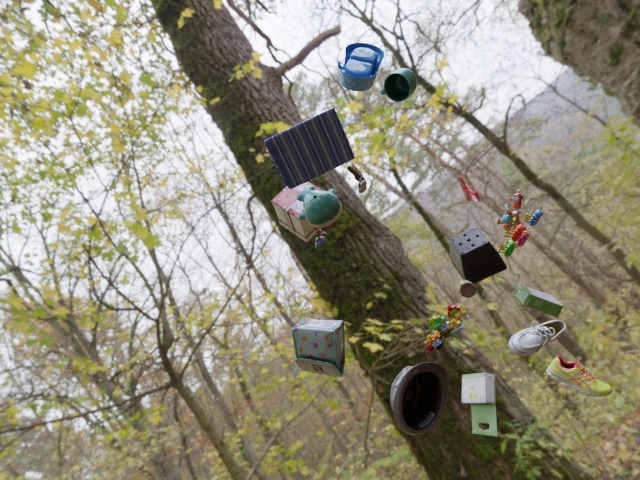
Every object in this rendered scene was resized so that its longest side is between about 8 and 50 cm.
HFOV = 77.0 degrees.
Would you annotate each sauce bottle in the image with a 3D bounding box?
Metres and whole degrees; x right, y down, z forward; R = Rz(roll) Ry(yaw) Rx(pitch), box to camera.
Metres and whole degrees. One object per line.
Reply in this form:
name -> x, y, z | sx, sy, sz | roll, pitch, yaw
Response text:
sauce bottle -> 0.371, 0.122, 1.036 | 0.042, 0.042, 0.128 | -43, -9, 7

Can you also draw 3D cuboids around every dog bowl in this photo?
dog bowl -> 0.164, -0.715, 1.660 | 0.074, 0.166, 0.297 | 99, -172, -50

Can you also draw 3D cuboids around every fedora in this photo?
fedora -> 0.352, 0.573, 1.511 | 0.244, 0.275, 0.124 | 4, 1, -25

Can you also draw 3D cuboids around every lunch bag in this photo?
lunch bag -> -0.002, 0.513, 1.894 | 0.224, 0.262, 0.160 | 1, 11, 22

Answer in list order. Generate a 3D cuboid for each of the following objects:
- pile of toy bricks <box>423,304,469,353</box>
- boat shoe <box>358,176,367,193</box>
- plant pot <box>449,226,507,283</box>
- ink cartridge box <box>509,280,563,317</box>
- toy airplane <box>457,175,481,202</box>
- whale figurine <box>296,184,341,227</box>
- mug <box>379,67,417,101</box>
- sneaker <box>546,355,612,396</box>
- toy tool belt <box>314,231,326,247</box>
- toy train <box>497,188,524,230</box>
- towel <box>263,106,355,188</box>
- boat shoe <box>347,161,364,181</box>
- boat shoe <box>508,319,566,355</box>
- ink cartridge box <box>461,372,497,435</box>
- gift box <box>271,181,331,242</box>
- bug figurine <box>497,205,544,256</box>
pile of toy bricks -> 0.456, 0.333, 1.553 | 0.212, 0.105, 0.118 | -53, -9, 34
boat shoe -> 0.218, -0.291, 2.123 | 0.046, 0.038, 0.125 | -18, -22, -3
plant pot -> 0.680, 0.054, 1.787 | 0.188, 0.167, 0.188 | -27, 33, 10
ink cartridge box -> 0.930, 0.255, 1.765 | 0.109, 0.210, 0.062 | -65, -5, -73
toy airplane -> 0.595, -0.200, 1.614 | 0.028, 0.151, 0.151 | -33, -12, 9
whale figurine -> -0.024, -0.182, 1.870 | 0.216, 0.272, 0.141 | -37, -42, -3
mug -> 0.349, -0.697, 1.785 | 0.097, 0.158, 0.129 | -44, -29, -35
sneaker -> 0.960, 0.498, 1.488 | 0.082, 0.209, 0.094 | -19, -58, -52
toy tool belt -> 0.000, 0.000, 1.974 | 0.083, 0.052, 0.051 | -63, -15, 22
toy train -> 0.656, -0.103, 1.398 | 0.046, 0.125, 0.166 | 6, 23, 44
towel -> -0.047, -0.390, 1.736 | 0.336, 0.243, 0.040 | -23, 24, 8
boat shoe -> 0.224, -0.408, 2.437 | 0.056, 0.153, 0.048 | -18, 36, 55
boat shoe -> 1.178, 0.502, 2.148 | 0.368, 0.135, 0.156 | -10, -38, -23
ink cartridge box -> 0.665, 0.686, 1.694 | 0.171, 0.056, 0.234 | 126, 157, -64
gift box -> -0.076, -0.172, 2.244 | 0.276, 0.255, 0.258 | -41, -31, -17
bug figurine -> 0.906, -0.033, 1.811 | 0.279, 0.072, 0.216 | -28, -36, -36
